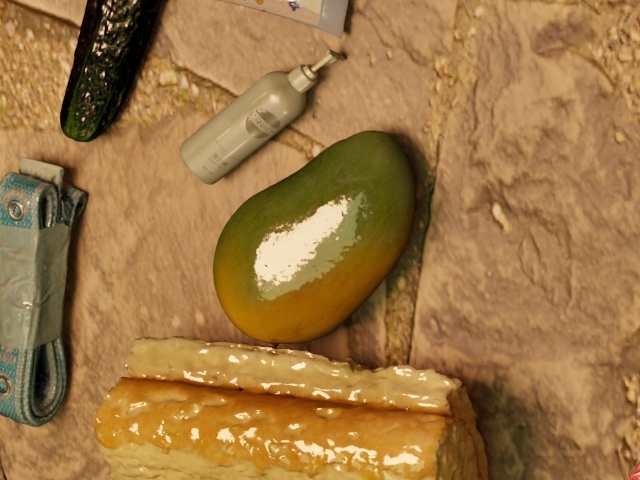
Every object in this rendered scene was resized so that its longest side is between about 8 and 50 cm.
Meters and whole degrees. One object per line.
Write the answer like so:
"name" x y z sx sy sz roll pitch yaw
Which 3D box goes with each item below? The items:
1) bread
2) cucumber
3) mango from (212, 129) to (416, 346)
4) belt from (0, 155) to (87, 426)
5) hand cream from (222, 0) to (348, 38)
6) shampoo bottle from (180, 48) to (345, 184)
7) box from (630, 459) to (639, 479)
"bread" -0.019 0.227 1.607 0.375 0.165 0.236 4 134 24
"cucumber" -0.215 -0.208 1.642 0.074 0.074 0.241 26 113 14
"mango" 0.000 0.000 1.591 0.251 0.114 0.156 -40 77 14
"belt" -0.315 0.059 1.747 0.072 0.087 0.302 18 110 30
"hand cream" -0.053 -0.250 1.580 0.170 0.043 0.065 15 109 16
"shampoo bottle" -0.058 -0.132 1.606 0.195 0.056 0.056 -38 88 26
"box" 0.480 0.233 1.341 0.314 0.312 0.300 -24 93 26
